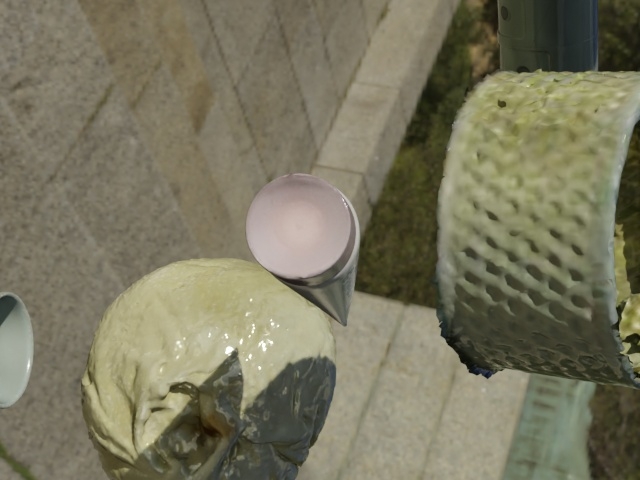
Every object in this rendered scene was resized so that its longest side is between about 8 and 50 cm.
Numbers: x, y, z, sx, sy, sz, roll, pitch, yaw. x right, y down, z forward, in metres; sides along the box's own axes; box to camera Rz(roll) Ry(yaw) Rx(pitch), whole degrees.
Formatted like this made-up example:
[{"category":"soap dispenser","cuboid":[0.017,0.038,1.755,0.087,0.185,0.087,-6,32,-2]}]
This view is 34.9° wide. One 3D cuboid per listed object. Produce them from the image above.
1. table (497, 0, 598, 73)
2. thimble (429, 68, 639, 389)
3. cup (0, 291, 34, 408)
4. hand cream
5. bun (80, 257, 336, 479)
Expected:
[{"category":"table","cuboid":[0.290,-0.228,1.296,0.126,0.126,0.220,-45,134,-54]},{"category":"thimble","cuboid":[0.217,-0.008,0.851,0.270,0.150,0.271,-9,102,-53]},{"category":"cup","cuboid":[-0.616,0.191,1.618,0.258,0.234,0.186,-71,158,-70]},{"category":"hand cream","cuboid":[0.000,0.000,0.880,0.248,0.083,0.133,47,40,-78]},{"category":"bun","cuboid":[-0.142,0.200,1.331,0.227,0.352,0.349,-109,180,-83]}]
